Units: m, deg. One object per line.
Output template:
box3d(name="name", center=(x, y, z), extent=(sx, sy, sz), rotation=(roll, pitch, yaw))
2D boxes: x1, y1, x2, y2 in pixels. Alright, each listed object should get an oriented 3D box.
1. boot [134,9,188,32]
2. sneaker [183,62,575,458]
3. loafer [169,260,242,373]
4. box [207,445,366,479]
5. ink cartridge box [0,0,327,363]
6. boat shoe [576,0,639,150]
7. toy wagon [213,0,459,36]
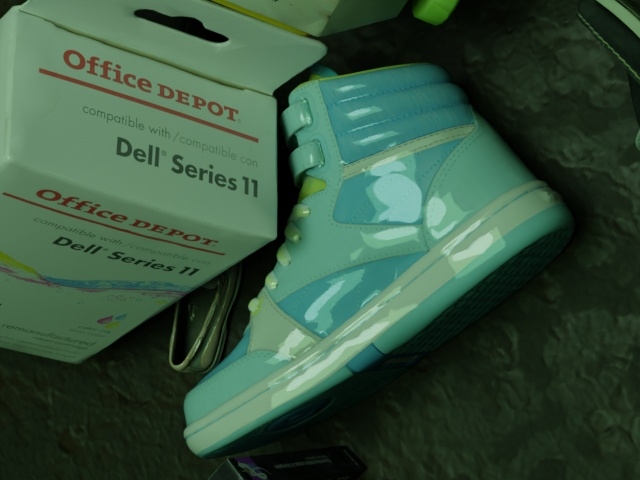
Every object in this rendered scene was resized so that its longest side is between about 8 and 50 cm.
box3d(name="boot", center=(-0.175, -0.210, 1.306), extent=(0.115, 0.112, 0.305), rotation=(-40, 44, 34))
box3d(name="sneaker", center=(0.000, 0.000, 1.224), extent=(0.319, 0.127, 0.208), rotation=(-36, 75, 14))
box3d(name="loafer", center=(-0.089, 0.040, 1.317), extent=(0.045, 0.039, 0.125), rotation=(10, 94, 29))
box3d(name="box", center=(-0.048, 0.195, 1.223), extent=(0.116, 0.162, 0.029), rotation=(-50, 64, 18))
box3d(name="ink cartridge box", center=(-0.168, -0.038, 1.194), extent=(0.353, 0.207, 0.119), rotation=(-33, 50, 48))
box3d(name="boat shoe", center=(0.234, -0.069, 1.116), extent=(0.079, 0.084, 0.233), rotation=(-43, 73, 21))
box3d(name="toy wagon", center=(-0.031, -0.272, 1.179), extent=(0.344, 0.267, 0.068), rotation=(-87, 23, -47))
